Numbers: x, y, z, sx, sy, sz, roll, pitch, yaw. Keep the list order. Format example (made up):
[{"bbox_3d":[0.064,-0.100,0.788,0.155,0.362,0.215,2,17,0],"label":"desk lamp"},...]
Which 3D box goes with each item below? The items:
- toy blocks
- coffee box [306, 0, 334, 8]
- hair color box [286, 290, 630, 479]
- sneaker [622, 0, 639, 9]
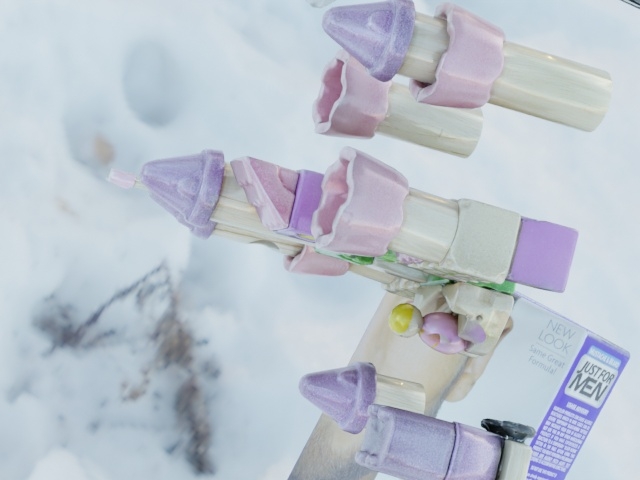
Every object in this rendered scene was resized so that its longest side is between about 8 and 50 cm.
[{"bbox_3d":[0.000,0.000,1.186,0.260,0.288,0.308,15,83,-16],"label":"toy blocks"},{"bbox_3d":[0.029,-0.401,0.918,0.338,0.338,0.334,40,34,-43],"label":"coffee box"},{"bbox_3d":[0.088,0.194,1.465,0.185,0.338,0.110,28,0,34],"label":"hair color box"},{"bbox_3d":[0.017,-0.173,0.342,0.271,0.108,0.100,47,3,-22],"label":"sneaker"}]
